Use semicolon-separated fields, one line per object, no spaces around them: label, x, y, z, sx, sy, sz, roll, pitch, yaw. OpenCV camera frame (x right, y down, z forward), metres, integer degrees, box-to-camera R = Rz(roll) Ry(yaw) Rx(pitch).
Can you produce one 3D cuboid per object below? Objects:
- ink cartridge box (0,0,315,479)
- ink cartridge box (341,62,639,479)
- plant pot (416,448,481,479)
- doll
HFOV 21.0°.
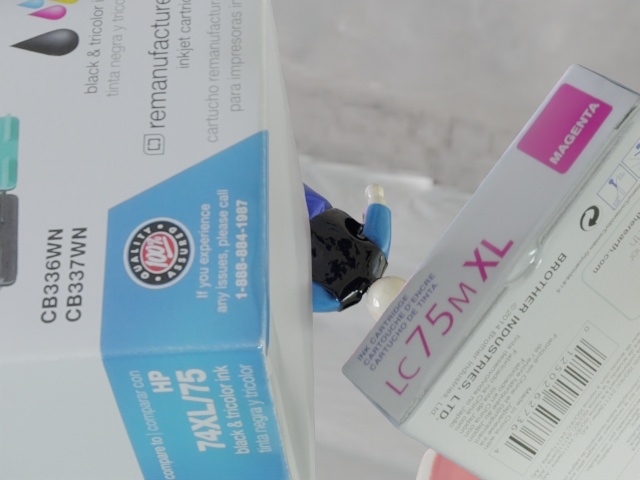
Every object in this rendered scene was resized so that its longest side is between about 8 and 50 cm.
ink cartridge box;-0.145;0.024;0.747;0.270;0.197;0.198;-4;-126;3
ink cartridge box;0.168;0.065;0.886;0.311;0.185;0.065;35;-177;-40
plant pot;0.230;0.221;1.443;0.243;0.275;0.275;35;-167;-17
doll;0.000;0.000;1.315;0.129;0.046;0.189;-41;-120;-20
